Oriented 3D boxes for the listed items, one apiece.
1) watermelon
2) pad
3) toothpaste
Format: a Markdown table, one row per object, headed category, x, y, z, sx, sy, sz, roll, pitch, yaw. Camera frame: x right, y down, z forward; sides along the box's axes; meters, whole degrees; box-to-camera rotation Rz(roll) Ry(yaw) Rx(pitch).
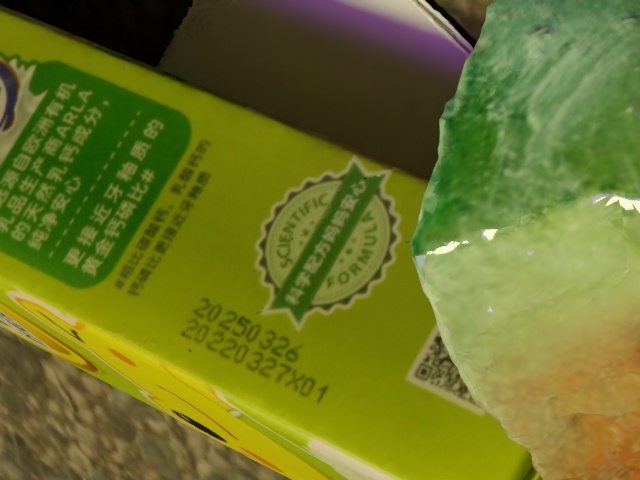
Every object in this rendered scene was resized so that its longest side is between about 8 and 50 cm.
| category | x | y | z | sx | sy | sz | roll | pitch | yaw |
| --- | --- | --- | --- | --- | --- | --- | --- | --- | --- |
| watermelon | 0.112 | 0.025 | 0.457 | 0.094 | 0.154 | 0.241 | 15 | 145 | 38 |
| pad | 0.000 | 0.000 | 0.638 | 0.156 | 0.004 | 0.232 | 44 | 144 | 7 |
| toothpaste | -0.042 | 0.005 | 0.579 | 0.327 | 0.077 | 0.110 | 24 | 169 | 32 |
